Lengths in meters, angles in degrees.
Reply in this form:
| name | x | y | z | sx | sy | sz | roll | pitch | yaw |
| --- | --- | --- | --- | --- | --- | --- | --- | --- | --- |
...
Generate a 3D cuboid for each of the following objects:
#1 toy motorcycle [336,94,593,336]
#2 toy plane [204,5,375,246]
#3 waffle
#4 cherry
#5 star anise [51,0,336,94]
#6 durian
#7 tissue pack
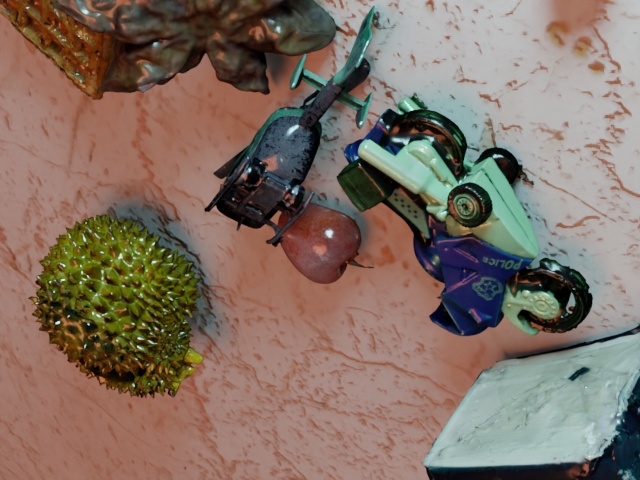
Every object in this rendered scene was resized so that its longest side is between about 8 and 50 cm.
| name | x | y | z | sx | sy | sz | roll | pitch | yaw |
| --- | --- | --- | --- | --- | --- | --- | --- | --- | --- |
| toy motorcycle | 0.159 | -0.007 | 1.078 | 0.331 | 0.125 | 0.196 | 49 | 136 | -9 |
| toy plane | -0.039 | -0.120 | 1.120 | 0.106 | 0.155 | 0.382 | 26 | 142 | -15 |
| waffle | -0.310 | -0.340 | 1.161 | 0.213 | 0.091 | 0.308 | 42 | 147 | 3 |
| cherry | -0.003 | 0.005 | 1.227 | 0.126 | 0.087 | 0.106 | 16 | 125 | 24 |
| star anise | -0.135 | -0.254 | 1.043 | 0.315 | 0.315 | 0.108 | 110 | 152 | -44 |
| durian | -0.316 | 0.106 | 1.439 | 0.258 | 0.258 | 0.293 | -3 | 130 | 38 |
| tissue pack | 0.348 | 0.341 | 1.096 | 0.264 | 0.253 | 0.416 | -19 | 107 | 43 |
